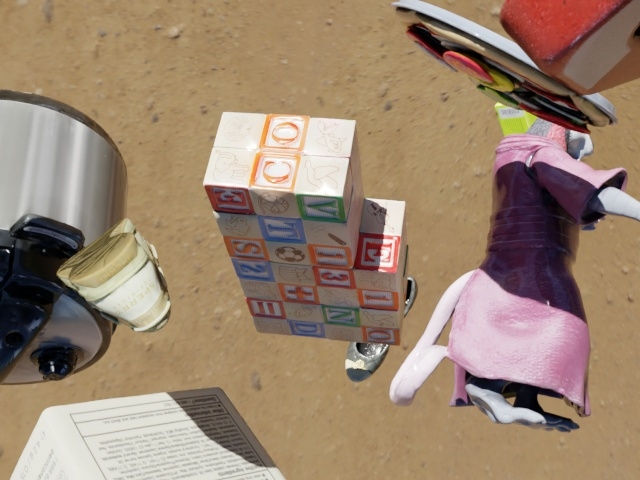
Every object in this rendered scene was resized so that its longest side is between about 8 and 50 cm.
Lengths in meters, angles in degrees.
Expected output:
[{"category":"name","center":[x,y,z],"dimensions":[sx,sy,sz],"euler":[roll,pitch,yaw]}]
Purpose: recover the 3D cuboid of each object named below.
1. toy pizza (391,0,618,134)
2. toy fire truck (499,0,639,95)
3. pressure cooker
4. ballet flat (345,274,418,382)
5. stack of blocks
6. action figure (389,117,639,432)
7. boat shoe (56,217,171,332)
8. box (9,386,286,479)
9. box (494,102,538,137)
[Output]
[{"category":"toy pizza","center":[0.141,-0.133,0.685],"dimensions":[0.201,0.201,0.032],"euler":[29,100,6]},{"category":"toy fire truck","center":[0.228,-0.171,0.373],"dimensions":[0.302,0.254,0.169],"euler":[-42,70,24]},{"category":"pressure cooker","center":[-0.476,0.029,1.296],"dimensions":[0.375,0.421,0.370],"euler":[-7,146,2]},{"category":"ballet flat","center":[0.084,0.122,1.227],"dimensions":[0.057,0.049,0.173],"euler":[28,81,11]},{"category":"stack of blocks","center":[0.000,0.000,0.888],"dimensions":[0.171,0.297,0.087],"euler":[4,59,10]},{"category":"action figure","center":[0.212,0.009,0.908],"dimensions":[0.275,0.248,0.370],"euler":[7,78,-4]},{"category":"boat shoe","center":[-0.118,0.021,0.510],"dimensions":[0.056,0.153,0.048],"euler":[-40,105,-14]},{"category":"box","center":[-0.085,0.221,0.540],"dimensions":[0.232,0.148,0.127],"euler":[48,119,34]},{"category":"box","center":[0.286,-0.177,1.122],"dimensions":[0.042,0.178,0.109],"euler":[-1,127,36]}]
